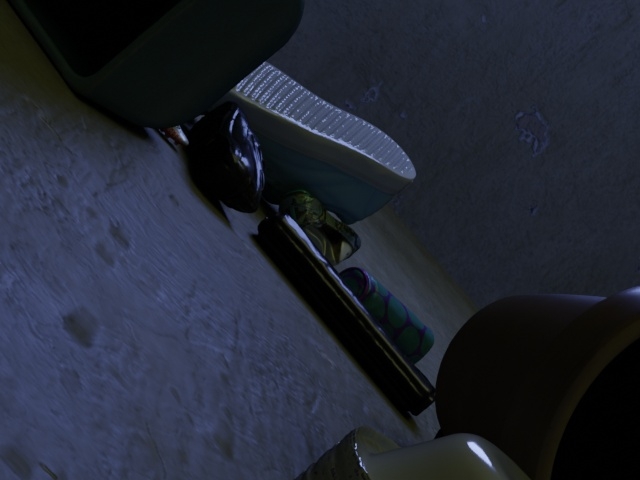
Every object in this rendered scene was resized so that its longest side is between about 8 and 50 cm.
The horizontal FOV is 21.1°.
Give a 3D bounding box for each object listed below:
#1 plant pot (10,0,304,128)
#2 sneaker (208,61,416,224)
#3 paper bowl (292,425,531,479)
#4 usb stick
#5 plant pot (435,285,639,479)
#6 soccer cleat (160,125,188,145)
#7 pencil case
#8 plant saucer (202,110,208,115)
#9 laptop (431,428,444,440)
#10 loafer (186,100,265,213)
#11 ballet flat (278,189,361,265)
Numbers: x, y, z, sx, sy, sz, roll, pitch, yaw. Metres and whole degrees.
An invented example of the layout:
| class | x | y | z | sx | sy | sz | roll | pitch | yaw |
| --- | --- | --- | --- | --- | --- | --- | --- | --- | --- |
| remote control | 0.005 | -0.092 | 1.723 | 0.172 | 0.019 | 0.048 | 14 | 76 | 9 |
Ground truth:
| class | x | y | z | sx | sy | sz | roll | pitch | yaw |
| --- | --- | --- | --- | --- | --- | --- | --- | --- | --- |
| plant pot | -0.159 | -0.260 | 1.774 | 0.247 | 0.248 | 0.252 | 52 | 4 | 27 |
| sneaker | -0.049 | -0.110 | 2.152 | 0.366 | 0.150 | 0.135 | 28 | 26 | -34 |
| paper bowl | 0.100 | 0.235 | 1.064 | 0.284 | 0.148 | 0.284 | 49 | 5 | -6 |
| usb stick | 0.029 | 0.081 | 1.924 | 0.278 | 0.045 | 0.077 | 50 | -2 | 4 |
| plant pot | 0.210 | 0.140 | 1.319 | 0.263 | 0.263 | 0.229 | 46 | -9 | -29 |
| soccer cleat | -0.170 | -0.139 | 1.890 | 0.083 | 0.035 | 0.029 | 47 | 8 | -9 |
| pencil case | 0.069 | 0.093 | 2.031 | 0.070 | 0.064 | 0.151 | 1 | -30 | 41 |
| plant saucer | -0.202 | -0.225 | 2.174 | 0.198 | 0.036 | 0.198 | 48 | 7 | -8 |
| laptop | 0.326 | 0.290 | 1.805 | 0.382 | 0.236 | 0.408 | 51 | -33 | 18 |
| loafer | -0.103 | -0.093 | 1.933 | 0.078 | 0.076 | 0.223 | 52 | 10 | -23 |
| ballet flat | 0.000 | 0.000 | 2.182 | 0.070 | 0.070 | 0.188 | 54 | 10 | 34 |
